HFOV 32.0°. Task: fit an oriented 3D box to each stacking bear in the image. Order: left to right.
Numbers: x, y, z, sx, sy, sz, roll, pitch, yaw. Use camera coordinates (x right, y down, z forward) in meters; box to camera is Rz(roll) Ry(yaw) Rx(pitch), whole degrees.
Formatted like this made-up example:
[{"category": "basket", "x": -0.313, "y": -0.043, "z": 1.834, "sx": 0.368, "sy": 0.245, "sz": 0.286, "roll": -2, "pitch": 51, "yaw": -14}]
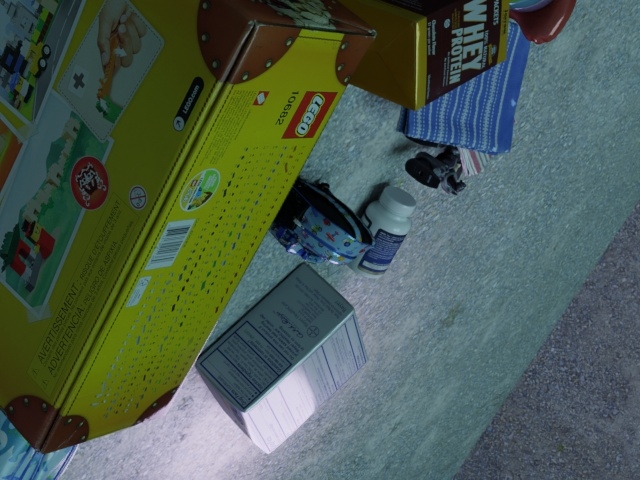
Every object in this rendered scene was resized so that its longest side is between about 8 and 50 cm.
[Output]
[{"category": "stacking bear", "x": 0.286, "y": -0.452, "z": 1.744, "sx": 0.164, "sy": 0.175, "sz": 0.289, "roll": -55, "pitch": 147, "yaw": 8}]

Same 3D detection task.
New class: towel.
[{"category": "towel", "x": 0.262, "y": -0.280, "z": 1.947, "sx": 0.336, "sy": 0.040, "sz": 0.243, "roll": 3, "pitch": 101, "yaw": -51}, {"category": "towel", "x": 0.298, "y": -0.230, "z": 2.085, "sx": 0.197, "sy": 0.029, "sz": 0.144, "roll": -51, "pitch": 129, "yaw": -36}]

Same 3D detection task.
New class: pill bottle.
[{"category": "pill bottle", "x": 0.117, "y": -0.018, "z": 2.160, "sx": 0.094, "sy": 0.094, "sz": 0.169, "roll": -13, "pitch": 138, "yaw": -52}]

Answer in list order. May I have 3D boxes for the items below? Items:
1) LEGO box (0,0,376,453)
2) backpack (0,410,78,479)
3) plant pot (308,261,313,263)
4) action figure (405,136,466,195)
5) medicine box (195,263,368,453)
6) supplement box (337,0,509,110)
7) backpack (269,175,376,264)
[{"category": "LEGO box", "x": -0.235, "y": -0.100, "z": 1.138, "sx": 0.193, "sy": 0.372, "sz": 0.500, "roll": -8, "pitch": 135, "yaw": -55}, {"category": "backpack", "x": -0.422, "y": 0.207, "z": 1.398, "sx": 0.355, "sy": 0.290, "sz": 0.273, "roll": -51, "pitch": 169, "yaw": -11}, {"category": "plant pot", "x": 0.000, "y": 0.000, "z": 2.028, "sx": 0.079, "sy": 0.083, "sz": 0.083, "roll": -47, "pitch": 158, "yaw": 26}, {"category": "action figure", "x": 0.258, "y": -0.173, "z": 2.158, "sx": 0.285, "sy": 0.099, "sz": 0.185, "roll": -16, "pitch": 123, "yaw": -56}, {"category": "medicine box", "x": -0.067, "y": 0.233, "z": 2.161, "sx": 0.289, "sy": 0.149, "sz": 0.263, "roll": -41, "pitch": 155, "yaw": -13}, {"category": "supplement box", "x": 0.122, "y": -0.295, "z": 1.517, "sx": 0.194, "sy": 0.191, "sz": 0.129, "roll": -32, "pitch": 135, "yaw": -34}, {"category": "backpack", "x": 0.001, "y": -0.019, "z": 1.874, "sx": 0.117, "sy": 0.173, "sz": 0.158, "roll": -53, "pitch": 156, "yaw": 10}]
